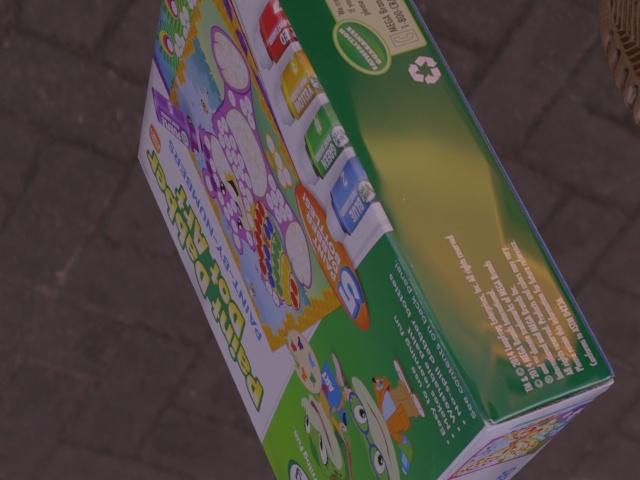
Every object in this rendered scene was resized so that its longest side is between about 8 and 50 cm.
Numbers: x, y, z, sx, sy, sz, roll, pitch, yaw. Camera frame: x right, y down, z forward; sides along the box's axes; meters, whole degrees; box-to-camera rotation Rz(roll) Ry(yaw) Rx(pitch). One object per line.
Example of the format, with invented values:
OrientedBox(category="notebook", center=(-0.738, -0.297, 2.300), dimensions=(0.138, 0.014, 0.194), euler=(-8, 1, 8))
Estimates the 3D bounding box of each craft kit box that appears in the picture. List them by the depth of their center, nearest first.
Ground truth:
OrientedBox(category="craft kit box", center=(0.000, 0.000, 0.593), dimensions=(0.061, 0.250, 0.247), euler=(-19, 159, -17))

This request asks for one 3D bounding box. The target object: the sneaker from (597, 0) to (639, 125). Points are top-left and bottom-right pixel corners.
OrientedBox(category="sneaker", center=(0.219, -0.035, 0.469), dimensions=(0.153, 0.282, 0.099), euler=(3, 121, -32))
